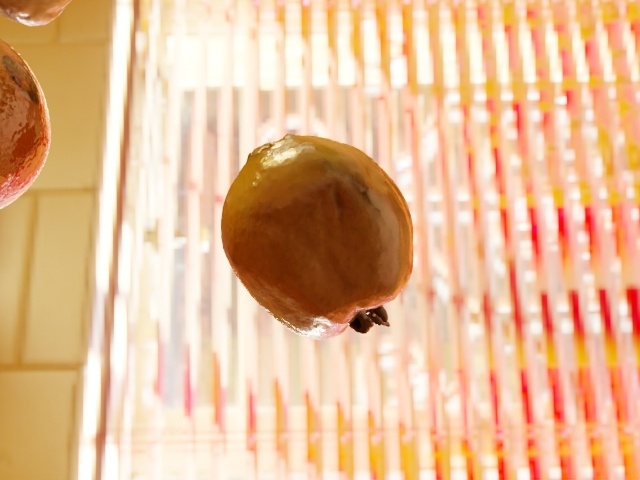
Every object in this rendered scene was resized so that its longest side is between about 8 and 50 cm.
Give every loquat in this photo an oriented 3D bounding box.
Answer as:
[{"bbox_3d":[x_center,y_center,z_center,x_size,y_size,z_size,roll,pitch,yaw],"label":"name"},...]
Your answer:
[{"bbox_3d":[0.000,0.000,1.465,0.234,0.187,0.176,53,16,-8],"label":"loquat"}]

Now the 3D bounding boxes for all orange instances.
[{"bbox_3d":[-0.351,-0.111,1.328,0.206,0.206,0.206,179,-90,-89],"label":"orange"}]

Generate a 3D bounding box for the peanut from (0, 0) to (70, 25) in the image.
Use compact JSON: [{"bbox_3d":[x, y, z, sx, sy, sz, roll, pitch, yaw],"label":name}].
[{"bbox_3d":[-0.169,-0.197,0.814,0.080,0.080,0.175,91,-7,-60],"label":"peanut"}]
